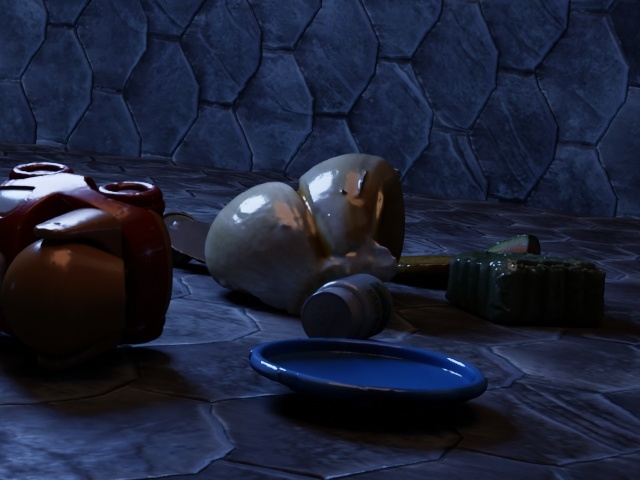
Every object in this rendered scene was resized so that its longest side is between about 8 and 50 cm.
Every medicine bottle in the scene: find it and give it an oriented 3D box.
[{"bbox_3d":[0.031,0.085,1.746,0.080,0.080,0.130,8,8,20],"label":"medicine bottle"}]

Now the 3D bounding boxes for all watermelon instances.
[{"bbox_3d":[0.295,0.048,2.237,0.125,0.135,0.094,7,43,-14],"label":"watermelon"}]

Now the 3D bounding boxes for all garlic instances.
[{"bbox_3d":[0.000,0.000,2.036,0.249,0.286,0.313,49,10,-8],"label":"garlic"}]

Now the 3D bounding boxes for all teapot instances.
[{"bbox_3d":[-0.215,0.007,2.243,0.121,0.068,0.076,21,35,-2],"label":"teapot"}]

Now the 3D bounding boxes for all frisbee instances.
[{"bbox_3d":[0.046,0.140,1.465,0.242,0.045,0.242,5,7,-1],"label":"frisbee"}]

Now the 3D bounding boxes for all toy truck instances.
[{"bbox_3d":[-0.287,0.033,1.543,0.264,0.189,0.239,9,17,26],"label":"toy truck"}]

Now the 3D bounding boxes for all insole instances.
[{"bbox_3d":[-0.078,0.020,2.229,0.327,0.007,0.111,9,38,-16],"label":"insole"}]

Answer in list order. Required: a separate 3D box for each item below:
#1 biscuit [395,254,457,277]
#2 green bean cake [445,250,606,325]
[{"bbox_3d":[0.169,0.042,2.331,0.187,0.027,0.188,-1,3,0],"label":"biscuit"},{"bbox_3d":[0.292,0.065,2.093,0.183,0.094,0.185,2,3,-22],"label":"green bean cake"}]
